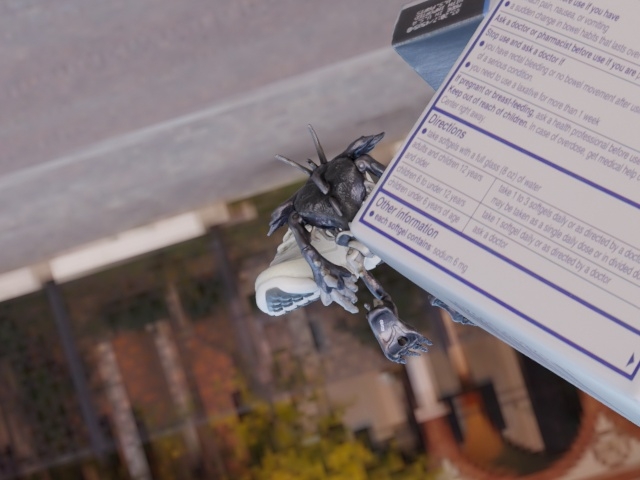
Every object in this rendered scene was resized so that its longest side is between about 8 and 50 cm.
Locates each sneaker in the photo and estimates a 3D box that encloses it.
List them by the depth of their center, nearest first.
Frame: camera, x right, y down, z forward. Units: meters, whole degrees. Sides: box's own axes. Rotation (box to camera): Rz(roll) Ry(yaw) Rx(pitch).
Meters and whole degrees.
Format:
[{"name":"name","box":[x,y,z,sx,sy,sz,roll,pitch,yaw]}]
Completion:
[{"name":"sneaker","box":[0.000,0.000,1.997,0.110,0.118,0.292,-23,-176,29]}]

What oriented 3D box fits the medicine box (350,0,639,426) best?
[{"name":"medicine box","box":[0.209,-0.050,1.063,0.149,0.289,0.263,35,178,-41]}]

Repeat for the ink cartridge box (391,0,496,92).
[{"name":"ink cartridge box","box":[0.269,-0.136,1.564,0.303,0.072,0.307,-17,132,41]}]

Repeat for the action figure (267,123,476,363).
[{"name":"action figure","box":[0.052,0.004,1.843,0.164,0.276,0.141,-37,142,4]}]
